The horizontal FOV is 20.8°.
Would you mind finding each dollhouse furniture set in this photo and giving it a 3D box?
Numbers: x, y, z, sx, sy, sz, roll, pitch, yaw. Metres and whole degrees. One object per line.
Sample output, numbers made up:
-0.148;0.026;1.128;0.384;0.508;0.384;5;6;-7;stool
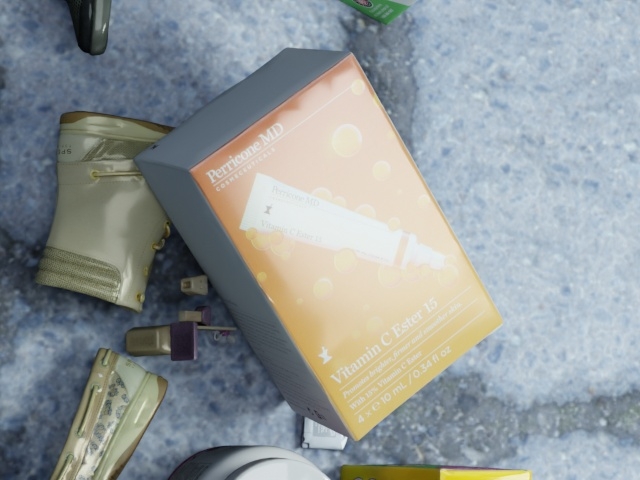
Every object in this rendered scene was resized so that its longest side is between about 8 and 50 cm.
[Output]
-0.150;0.087;1.892;0.081;0.114;0.091;6;80;-50;dollhouse furniture set

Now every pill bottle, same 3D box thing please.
-0.070;0.289;1.778;0.160;0.283;0.160;2;83;-14;pill bottle

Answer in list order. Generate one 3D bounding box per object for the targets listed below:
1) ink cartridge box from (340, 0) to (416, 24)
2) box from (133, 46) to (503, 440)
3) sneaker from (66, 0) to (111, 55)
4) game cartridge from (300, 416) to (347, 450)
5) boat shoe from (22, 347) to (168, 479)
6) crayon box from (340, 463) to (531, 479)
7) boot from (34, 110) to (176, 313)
-0.005;-0.370;1.910;0.289;0.211;0.121;26;80;-9;ink cartridge box
0.000;0.000;1.827;0.215;0.168;0.345;-37;111;-16;box
-0.291;-0.307;1.895;0.130;0.087;0.228;-6;82;-13;sneaker
0.007;0.192;1.948;0.056;0.017;0.083;5;82;-10;game cartridge
-0.266;0.249;1.834;0.089;0.104;0.285;33;67;-4;boat shoe
0.107;0.385;1.770;0.106;0.363;0.313;4;83;-14;crayon box
-0.169;-0.019;1.888;0.262;0.095;0.203;11;85;-20;boot
